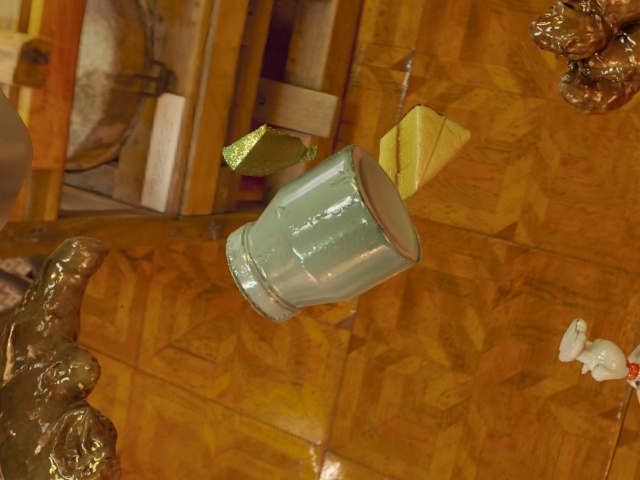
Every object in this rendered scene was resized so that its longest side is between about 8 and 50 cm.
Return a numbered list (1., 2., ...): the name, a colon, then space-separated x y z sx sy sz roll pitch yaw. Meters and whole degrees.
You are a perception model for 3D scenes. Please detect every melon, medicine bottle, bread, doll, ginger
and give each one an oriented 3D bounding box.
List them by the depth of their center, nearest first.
1. ginger: -0.220 0.155 0.559 0.166 0.080 0.333 -31 56 15
2. ginger: 0.489 -0.374 1.221 0.274 0.152 0.357 -31 123 11
3. medicine bottle: 0.000 0.000 1.309 0.290 0.245 0.245 -29 81 20
4. doll: 0.616 0.230 1.425 0.271 0.208 0.144 36 131 16
5. melon: -0.091 -0.186 1.473 0.053 0.262 0.114 42 116 23
6. bread: 0.235 -0.152 1.674 0.168 0.163 0.264 -37 37 48

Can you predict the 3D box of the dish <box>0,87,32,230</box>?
1. dish: -0.350 -0.078 0.628 0.191 0.066 0.190 3 109 9
